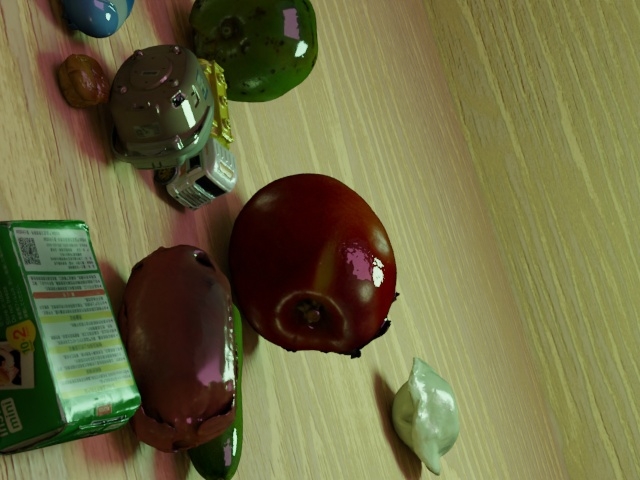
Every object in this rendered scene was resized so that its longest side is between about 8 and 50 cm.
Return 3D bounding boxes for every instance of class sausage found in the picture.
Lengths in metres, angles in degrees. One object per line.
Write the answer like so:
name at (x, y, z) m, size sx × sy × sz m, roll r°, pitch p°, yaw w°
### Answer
sausage at (-0.181, 0.134, 1.486) m, size 0.152 × 0.152 × 0.280 m, roll 44°, pitch 31°, yaw -51°

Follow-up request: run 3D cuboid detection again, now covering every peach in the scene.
peach at (-0.020, 0.003, 1.853) m, size 0.201 × 0.257 × 0.362 m, roll 58°, pitch 25°, yaw -44°

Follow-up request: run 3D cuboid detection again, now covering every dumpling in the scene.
dumpling at (0.209, 0.353, 2.317) m, size 0.162 × 0.132 × 0.250 m, roll -73°, pitch 154°, yaw -72°

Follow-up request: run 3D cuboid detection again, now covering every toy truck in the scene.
toy truck at (-0.191, -0.167, 1.790) m, size 0.098 × 0.114 × 0.227 m, roll 39°, pitch 36°, yaw -55°

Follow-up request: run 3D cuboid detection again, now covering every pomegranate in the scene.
pomegranate at (-0.108, -0.348, 2.056) m, size 0.302 × 0.236 × 0.236 m, roll 32°, pitch 40°, yaw -77°

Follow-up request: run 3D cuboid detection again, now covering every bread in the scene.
bread at (-0.324, -0.219, 1.595) m, size 0.083 × 0.046 × 0.081 m, roll 40°, pitch 33°, yaw -52°

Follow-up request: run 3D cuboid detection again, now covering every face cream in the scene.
face cream at (-0.326, -0.398, 1.706) m, size 0.149 × 0.083 × 0.264 m, roll 48°, pitch 30°, yaw -40°

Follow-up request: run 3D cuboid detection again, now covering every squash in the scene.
squash at (-0.146, 0.206, 1.601) m, size 0.082 × 0.082 × 0.292 m, roll 50°, pitch 26°, yaw -42°

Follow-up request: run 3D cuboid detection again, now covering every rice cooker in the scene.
rice cooker at (-0.228, -0.193, 1.665) m, size 0.206 × 0.145 × 0.127 m, roll -83°, pitch 164°, yaw -50°

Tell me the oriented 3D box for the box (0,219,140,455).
box at (-0.302, 0.098, 1.274) m, size 0.180 × 0.103 × 0.250 m, roll 4°, pitch 66°, yaw -68°
